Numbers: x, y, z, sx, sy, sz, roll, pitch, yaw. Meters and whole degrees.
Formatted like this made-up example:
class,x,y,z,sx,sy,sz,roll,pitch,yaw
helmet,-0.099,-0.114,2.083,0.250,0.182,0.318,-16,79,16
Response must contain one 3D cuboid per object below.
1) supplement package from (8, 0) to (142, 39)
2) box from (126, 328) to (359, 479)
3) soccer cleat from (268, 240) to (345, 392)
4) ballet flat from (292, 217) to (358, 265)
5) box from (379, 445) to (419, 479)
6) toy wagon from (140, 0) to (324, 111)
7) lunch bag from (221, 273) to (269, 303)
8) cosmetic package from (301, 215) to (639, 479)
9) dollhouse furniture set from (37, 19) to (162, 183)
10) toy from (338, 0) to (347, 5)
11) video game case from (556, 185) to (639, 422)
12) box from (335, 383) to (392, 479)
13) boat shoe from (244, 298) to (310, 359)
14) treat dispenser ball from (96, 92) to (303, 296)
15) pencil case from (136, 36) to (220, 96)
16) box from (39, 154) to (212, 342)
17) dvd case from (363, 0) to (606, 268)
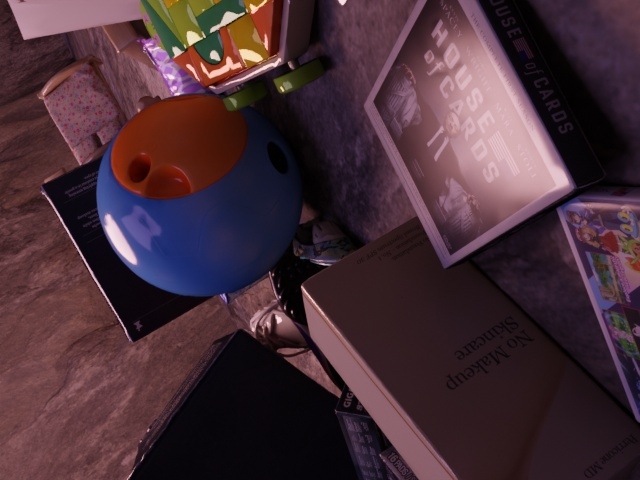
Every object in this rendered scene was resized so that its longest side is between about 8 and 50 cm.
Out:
class,x,y,z,sx,sy,sz,roll,pitch,yaw
supplement package,-0.364,-0.453,0.957,0.198,0.199,0.263,180,75,-72
box,-0.061,0.416,1.216,0.479,0.297,0.472,36,166,-5
soccer cleat,0.000,0.125,1.143,0.318,0.108,0.116,59,168,-5
ballet flat,0.000,0.000,0.997,0.070,0.070,0.188,63,160,-12
box,0.207,0.342,0.819,0.247,0.142,0.163,40,154,47
toy wagon,-0.135,-0.280,0.786,0.344,0.068,0.267,-3,117,54
lunch bag,-0.178,0.054,1.502,0.096,0.128,0.151,48,159,21
cosmetic package,0.131,0.135,0.656,0.309,0.160,0.113,47,159,34
dollhouse furniture set,-0.464,-0.303,1.264,0.303,0.355,0.174,58,-168,9
toy,0.038,-0.271,0.413,0.137,0.056,0.237,62,159,5
video game case,0.245,0.060,0.424,0.201,0.023,0.183,64,164,-16
box,0.090,0.230,0.937,0.051,0.175,0.220,3,133,23
boat shoe,-0.087,0.184,1.401,0.136,0.156,0.367,62,164,-8
treat dispenser ball,-0.169,-0.064,0.975,0.288,0.288,0.288,53,162,24
pencil case,-0.227,-0.267,1.163,0.086,0.088,0.206,9,128,62
box,-0.284,-0.030,1.286,0.313,0.343,0.179,62,163,-4
dvd case,0.108,-0.084,0.535,0.179,0.029,0.239,65,166,9
